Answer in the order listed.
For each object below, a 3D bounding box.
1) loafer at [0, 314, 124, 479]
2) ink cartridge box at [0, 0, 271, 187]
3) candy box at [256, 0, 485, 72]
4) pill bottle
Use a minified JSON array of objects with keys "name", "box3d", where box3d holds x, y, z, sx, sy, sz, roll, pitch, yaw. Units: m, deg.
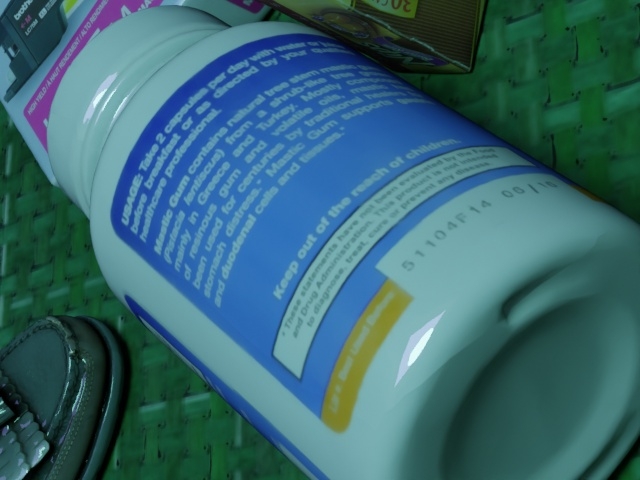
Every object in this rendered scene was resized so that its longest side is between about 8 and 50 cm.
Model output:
[{"name":"loafer","box3d":[-0.201,0.150,0.822,0.267,0.084,0.096,-56,48,13]},{"name":"ink cartridge box","box3d":[-0.142,-0.185,0.897,0.186,0.065,0.311,-51,48,17]},{"name":"candy box","box3d":[0.038,-0.179,0.700,0.053,0.109,0.186,8,83,43]},{"name":"pill bottle","box3d":[0.000,0.000,0.647,0.272,0.152,0.152,38,102,42]}]
